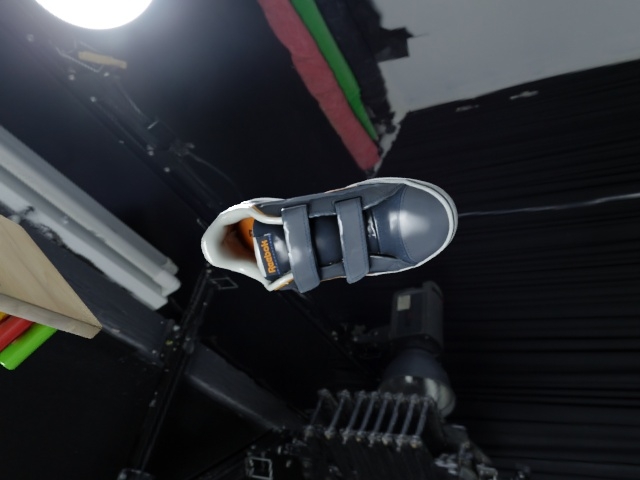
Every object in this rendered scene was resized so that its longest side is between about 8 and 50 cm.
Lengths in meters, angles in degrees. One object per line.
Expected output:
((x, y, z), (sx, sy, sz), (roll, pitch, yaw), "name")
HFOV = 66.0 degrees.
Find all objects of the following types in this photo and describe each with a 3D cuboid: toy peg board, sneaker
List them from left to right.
((-0.303, 0.035, 0.427), (0.079, 0.161, 0.160), (-45, -19, -10), "toy peg board")
((0.000, 0.000, 0.613), (0.127, 0.321, 0.126), (-37, -62, -59), "sneaker")
